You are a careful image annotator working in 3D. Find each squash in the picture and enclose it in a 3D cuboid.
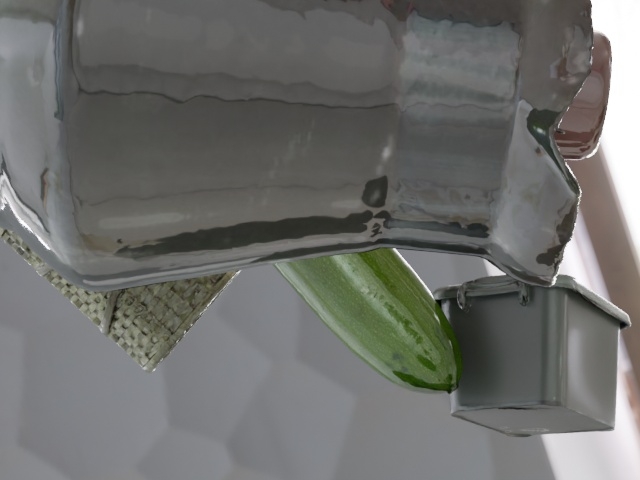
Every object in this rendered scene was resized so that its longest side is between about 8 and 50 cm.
[{"bbox_3d":[0.000,0.000,1.508,0.107,0.395,0.107,-41,-174,5],"label":"squash"}]

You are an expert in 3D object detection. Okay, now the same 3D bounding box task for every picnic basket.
[{"bbox_3d":[-0.183,0.009,1.409,0.134,0.196,0.154,-47,180,-4],"label":"picnic basket"}]

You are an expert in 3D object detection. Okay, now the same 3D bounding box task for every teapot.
[{"bbox_3d":[-0.006,-0.114,0.968,0.361,0.306,0.376,8,-164,2],"label":"teapot"}]

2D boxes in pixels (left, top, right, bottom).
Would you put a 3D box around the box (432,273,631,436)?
[{"bbox_3d":[0.226,0.128,1.614,0.163,0.135,0.243,-7,162,27],"label":"box"}]
